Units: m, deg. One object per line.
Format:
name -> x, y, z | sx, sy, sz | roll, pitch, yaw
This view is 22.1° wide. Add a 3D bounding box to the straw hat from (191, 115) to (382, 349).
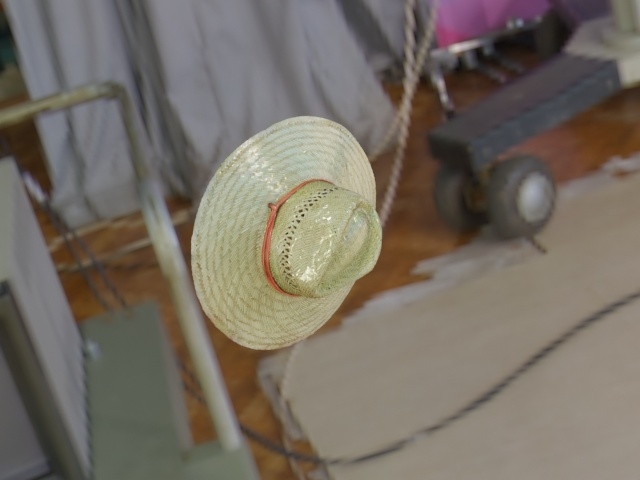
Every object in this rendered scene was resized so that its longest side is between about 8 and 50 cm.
straw hat -> 0.000, 0.000, 0.937 | 0.144, 0.144, 0.061 | -34, 32, -32
